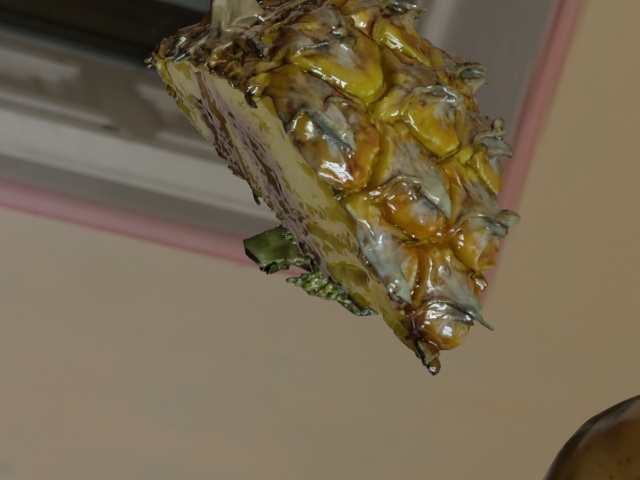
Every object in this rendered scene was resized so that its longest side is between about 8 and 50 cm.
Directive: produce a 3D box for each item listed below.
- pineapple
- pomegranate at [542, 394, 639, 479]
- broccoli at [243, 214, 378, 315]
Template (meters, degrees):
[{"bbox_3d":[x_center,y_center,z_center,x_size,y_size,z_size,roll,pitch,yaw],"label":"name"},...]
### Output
[{"bbox_3d":[0.009,-0.098,1.131,0.161,0.158,0.334,-36,-135,-5],"label":"pineapple"},{"bbox_3d":[0.262,0.218,1.382,0.233,0.233,0.233,-166,-90,-74],"label":"pomegranate"},{"bbox_3d":[0.000,0.000,1.875,0.160,0.167,0.155,-22,-115,26],"label":"broccoli"}]
